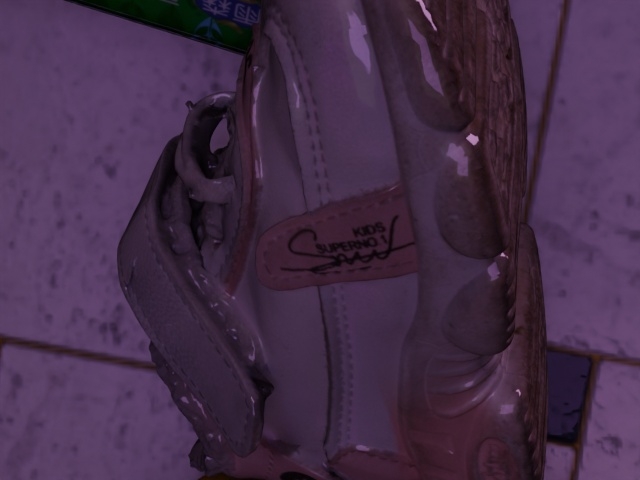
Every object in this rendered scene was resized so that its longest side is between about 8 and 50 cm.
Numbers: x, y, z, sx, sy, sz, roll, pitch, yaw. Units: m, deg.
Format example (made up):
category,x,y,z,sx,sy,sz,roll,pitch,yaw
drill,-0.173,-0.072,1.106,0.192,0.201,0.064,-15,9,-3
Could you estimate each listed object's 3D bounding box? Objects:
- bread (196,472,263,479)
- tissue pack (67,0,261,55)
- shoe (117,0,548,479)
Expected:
category,x,y,z,sx,sy,sz,roll,pitch,yaw
bread,0.033,0.180,0.823,0.246,0.094,0.102,4,97,4
tissue pack,-0.081,-0.206,0.768,0.209,0.156,0.148,17,135,1
shoe,0.000,0.001,0.720,0.198,0.172,0.351,-4,125,11
